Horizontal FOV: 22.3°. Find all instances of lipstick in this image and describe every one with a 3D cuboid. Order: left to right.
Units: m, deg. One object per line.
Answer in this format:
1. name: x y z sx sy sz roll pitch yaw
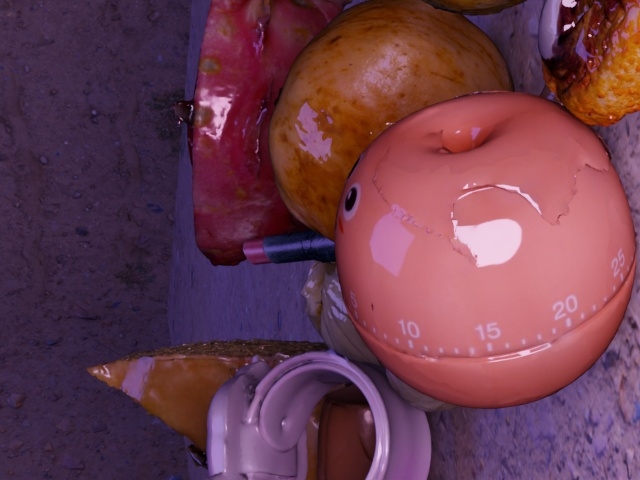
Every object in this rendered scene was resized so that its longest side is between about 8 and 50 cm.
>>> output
1. lipstick: 0.000 0.000 1.806 0.234 0.053 0.053 -5 85 42

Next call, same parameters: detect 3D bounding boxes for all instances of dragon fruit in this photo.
1. dragon fruit: -0.033 -0.150 1.980 0.371 0.249 0.386 -63 -22 -81

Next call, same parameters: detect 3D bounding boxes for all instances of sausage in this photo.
1. sausage: 0.056 0.319 1.858 0.121 0.121 0.304 -151 59 -77

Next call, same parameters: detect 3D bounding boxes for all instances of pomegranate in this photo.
1. pomegranate: 0.063 -0.109 1.516 0.248 0.248 0.248 179 90 -78

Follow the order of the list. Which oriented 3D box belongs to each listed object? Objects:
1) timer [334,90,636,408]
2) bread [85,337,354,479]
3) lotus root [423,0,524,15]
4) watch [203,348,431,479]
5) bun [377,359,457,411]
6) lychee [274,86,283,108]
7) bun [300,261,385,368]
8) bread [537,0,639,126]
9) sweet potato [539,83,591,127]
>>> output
1. timer: 0.124 0.005 1.233 0.230 0.229 0.215 -110 9 -58
2. bread: -0.091 0.250 2.020 0.248 0.315 0.279 -42 -57 -79
3. lotus root: 0.128 -0.329 1.186 0.250 0.250 0.346 -104 20 -49
4. watch: -0.007 0.241 1.708 0.211 0.217 0.248 22 -116 -57
5. bun: 0.100 0.059 1.634 0.210 0.116 0.237 -153 60 -78
6. lychee: 0.044 -0.120 1.735 0.194 0.194 0.194 179 90 -78
7. bun: 0.045 0.056 1.876 0.222 0.127 0.222 179 90 -80
8. bread: 0.226 -0.187 1.106 0.139 0.095 0.269 -106 33 -44
9. sweet potato: 0.191 -0.062 1.347 0.065 0.051 0.218 -105 19 -61
